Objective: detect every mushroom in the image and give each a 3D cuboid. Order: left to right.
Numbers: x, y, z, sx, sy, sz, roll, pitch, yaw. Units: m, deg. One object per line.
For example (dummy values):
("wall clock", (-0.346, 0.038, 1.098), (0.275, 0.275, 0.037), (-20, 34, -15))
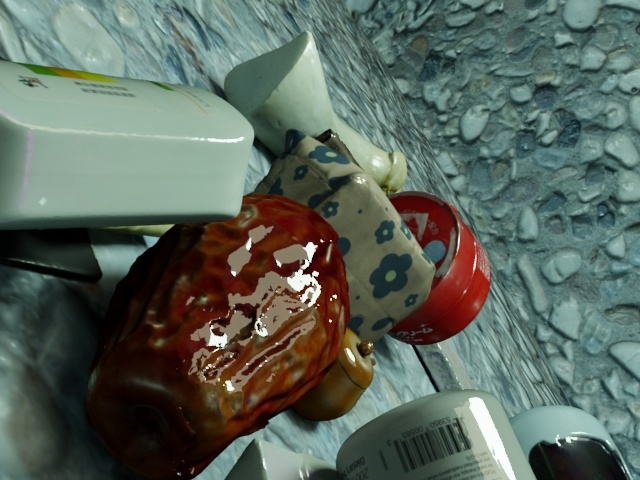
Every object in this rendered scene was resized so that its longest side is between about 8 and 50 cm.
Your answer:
("mushroom", (0.009, -0.176, 1.412), (0.397, 0.177, 0.126), (42, 29, -48))

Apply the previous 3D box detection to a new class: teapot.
("teapot", (0.012, 0.145, 0.941), (0.173, 0.116, 0.116), (24, 37, -61))

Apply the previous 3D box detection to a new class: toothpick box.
("toothpick box", (0.387, 0.433, 1.317), (0.263, 0.263, 0.355), (47, 19, -33))

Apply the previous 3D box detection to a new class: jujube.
("jujube", (-0.076, 0.068, 0.688), (0.197, 0.197, 0.290), (54, 32, -11))

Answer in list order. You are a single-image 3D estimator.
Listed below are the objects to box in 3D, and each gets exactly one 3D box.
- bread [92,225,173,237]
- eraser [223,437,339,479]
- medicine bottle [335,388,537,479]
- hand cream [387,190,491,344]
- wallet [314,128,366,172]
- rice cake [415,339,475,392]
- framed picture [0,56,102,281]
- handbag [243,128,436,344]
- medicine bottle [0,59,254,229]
("bread", (-0.200, -0.065, 0.768), (0.139, 0.060, 0.178), (61, 9, 10))
("eraser", (0.050, 0.334, 0.752), (0.397, 0.082, 0.213), (38, 25, -48))
("medicine bottle", (0.127, 0.278, 0.653), (0.157, 0.157, 0.289), (33, 31, -55))
("hand cream", (0.152, 0.046, 1.325), (0.149, 0.230, 0.230), (40, 24, -47))
("wallet", (0.036, -0.072, 1.374), (0.230, 0.124, 0.042), (47, 12, -35))
("rice cake", (0.222, 0.221, 1.511), (0.298, 0.050, 0.106), (62, 18, 15))
("framed picture", (-0.310, -0.094, 0.623), (0.324, 0.013, 0.244), (24, 37, -63))
("handbag", (0.000, 0.000, 1.035), (0.251, 0.190, 0.193), (48, 2, -42))
("medicine bottle", (-0.194, -0.064, 0.541), (0.161, 0.111, 0.296), (22, 18, 38))
